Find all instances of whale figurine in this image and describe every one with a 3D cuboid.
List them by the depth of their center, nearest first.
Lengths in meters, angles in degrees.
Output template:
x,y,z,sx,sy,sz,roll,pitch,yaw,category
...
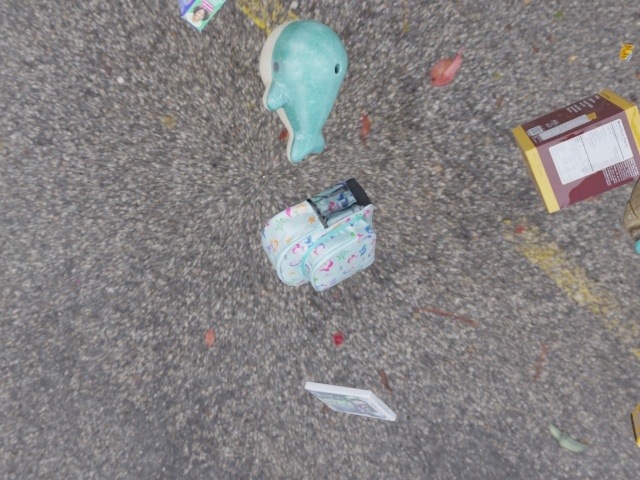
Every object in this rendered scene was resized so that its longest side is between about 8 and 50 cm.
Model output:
x,y,z,sx,sy,sz,roll,pitch,yaw,category
-0.018,-0.290,1.184,0.141,0.216,0.272,14,118,35,whale figurine

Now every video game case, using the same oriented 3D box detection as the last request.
x,y,z,sx,sy,sz,roll,pitch,yaw,category
0.078,0.416,1.556,0.173,0.190,0.022,50,50,-45,video game case

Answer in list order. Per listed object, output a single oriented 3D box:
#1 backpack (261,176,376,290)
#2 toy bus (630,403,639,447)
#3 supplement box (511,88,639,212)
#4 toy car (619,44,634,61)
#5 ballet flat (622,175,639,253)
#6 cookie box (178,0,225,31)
x,y,z,sx,sy,sz,roll,pitch,yaw,category
0.000,0.000,1.378,0.253,0.225,0.191,-22,63,-10,backpack
0.875,0.444,1.325,0.332,0.108,0.130,20,123,9,toy bus
0.489,-0.174,1.138,0.194,0.191,0.129,-22,107,18,supplement box
0.665,-0.354,1.216,0.122,0.060,0.041,24,91,27,toy car
0.324,-0.064,0.328,0.116,0.342,0.124,12,79,-19,ballet flat
-0.179,-0.404,0.967,0.040,0.092,0.107,30,116,-37,cookie box
